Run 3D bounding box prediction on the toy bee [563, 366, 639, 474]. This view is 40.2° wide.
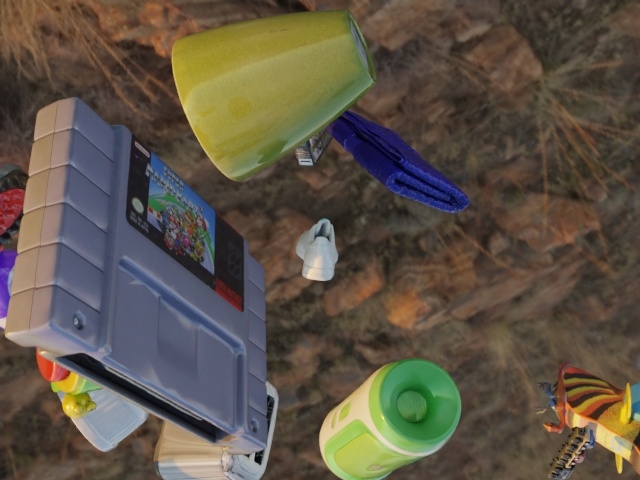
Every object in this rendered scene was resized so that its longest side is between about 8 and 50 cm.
[{"bbox_3d":[0.503,0.303,1.365,0.162,0.298,0.195,-52,125,-36],"label":"toy bee"}]

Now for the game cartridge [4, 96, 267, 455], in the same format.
[{"bbox_3d":[-0.147,0.048,0.834,0.068,0.230,0.355,-11,149,21],"label":"game cartridge"}]

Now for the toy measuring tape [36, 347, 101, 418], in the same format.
[{"bbox_3d":[-0.329,0.096,1.217,0.121,0.121,0.330,-3,103,-32],"label":"toy measuring tape"}]

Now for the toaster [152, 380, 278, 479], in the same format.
[{"bbox_3d":[-0.159,0.290,1.390,0.146,0.227,0.129,-3,148,25],"label":"toaster"}]

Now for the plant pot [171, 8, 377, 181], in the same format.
[{"bbox_3d":[-0.061,-0.281,1.524,0.293,0.275,0.275,-20,148,15],"label":"plant pot"}]

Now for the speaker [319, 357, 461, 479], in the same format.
[{"bbox_3d":[0.086,0.253,1.196,0.131,0.131,0.296,-14,161,-20],"label":"speaker"}]

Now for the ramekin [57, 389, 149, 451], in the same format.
[{"bbox_3d":[-0.420,0.294,1.701,0.109,0.207,0.207,-32,146,-4],"label":"ramekin"}]

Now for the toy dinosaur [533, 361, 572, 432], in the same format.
[{"bbox_3d":[0.327,0.225,1.219,0.047,0.082,0.090,10,115,-6],"label":"toy dinosaur"}]

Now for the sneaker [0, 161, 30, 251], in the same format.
[{"bbox_3d":[-0.407,-0.032,0.863,0.262,0.125,0.104,-23,154,10],"label":"sneaker"}]

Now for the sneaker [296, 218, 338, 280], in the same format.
[{"bbox_3d":[0.000,0.000,1.620,0.080,0.212,0.094,4,106,-6],"label":"sneaker"}]

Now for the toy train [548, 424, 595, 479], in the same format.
[{"bbox_3d":[0.363,0.308,1.262,0.036,0.027,0.158,10,143,5],"label":"toy train"}]

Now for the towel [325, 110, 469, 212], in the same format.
[{"bbox_3d":[0.163,-0.175,1.854,0.227,0.308,0.076,16,111,-34],"label":"towel"}]

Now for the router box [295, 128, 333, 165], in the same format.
[{"bbox_3d":[-0.012,-0.274,1.995,0.046,0.179,0.133,5,132,25],"label":"router box"}]

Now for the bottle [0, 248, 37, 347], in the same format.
[{"bbox_3d":[-0.479,0.076,1.360,0.092,0.118,0.283,-12,143,30],"label":"bottle"}]
